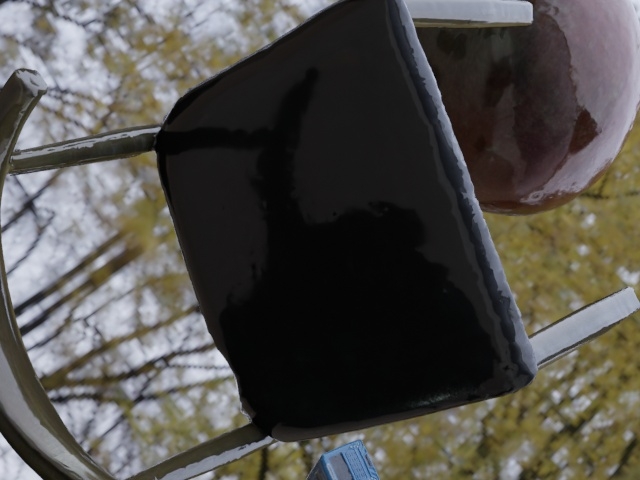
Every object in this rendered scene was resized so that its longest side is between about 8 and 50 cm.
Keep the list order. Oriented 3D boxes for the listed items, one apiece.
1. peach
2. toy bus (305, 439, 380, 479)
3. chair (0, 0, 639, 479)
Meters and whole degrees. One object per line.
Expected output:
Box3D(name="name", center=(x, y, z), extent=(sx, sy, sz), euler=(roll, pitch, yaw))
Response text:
Box3D(name="peach", center=(0.155, -0.151, 1.089), extent=(0.252, 0.252, 0.252), euler=(31, -38, 29))
Box3D(name="toy bus", center=(0.012, 0.181, 0.924), extent=(0.038, 0.046, 0.083), euler=(64, -27, 24))
Box3D(name="chair", center=(0.000, 0.000, 0.542), extent=(0.166, 0.272, 0.188), euler=(-22, -94, 36))
